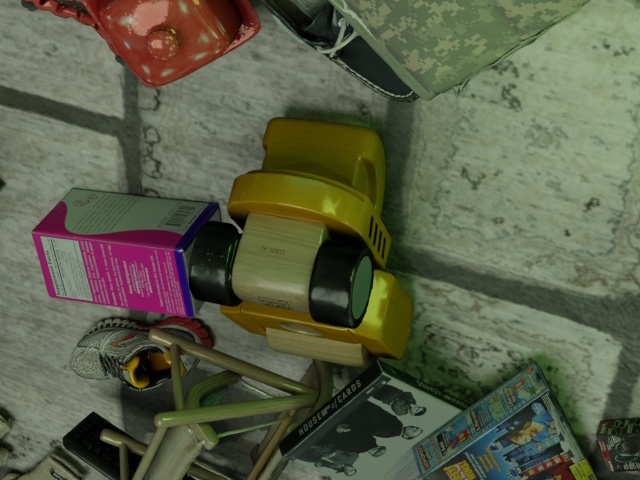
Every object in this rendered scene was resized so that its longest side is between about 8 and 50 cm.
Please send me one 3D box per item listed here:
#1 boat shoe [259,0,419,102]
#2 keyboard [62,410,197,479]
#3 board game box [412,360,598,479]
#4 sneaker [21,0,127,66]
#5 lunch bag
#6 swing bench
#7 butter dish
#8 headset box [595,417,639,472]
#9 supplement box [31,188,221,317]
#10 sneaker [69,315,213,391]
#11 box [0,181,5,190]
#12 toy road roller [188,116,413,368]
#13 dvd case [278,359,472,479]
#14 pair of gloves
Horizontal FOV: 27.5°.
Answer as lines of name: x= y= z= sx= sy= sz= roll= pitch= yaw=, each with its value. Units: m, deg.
boat shoe: x=0.002 y=-0.252 z=1.422 sx=0.302 sy=0.091 sz=0.114 roll=42 pitch=130 yaw=-7
keyboard: x=-0.206 y=0.342 z=1.882 sx=0.317 sy=0.201 sz=0.033 roll=34 pitch=104 yaw=4
board game box: x=0.227 y=0.272 z=1.661 sx=0.194 sy=0.060 sz=0.194 roll=-26 pitch=125 yaw=8
sneaker: x=-0.258 y=-0.303 z=1.500 sx=0.276 sy=0.098 sz=0.135 roll=31 pitch=130 yaw=-1
lunch bag: x=0.122 y=-0.303 z=1.285 sx=0.235 sy=0.169 sz=0.287 roll=-30 pitch=102 yaw=36
swing bench: x=-0.137 y=0.265 z=1.742 sx=0.254 sy=0.165 sz=0.253 roll=10 pitch=133 yaw=-21
butter dish: x=-0.165 y=-0.230 z=1.396 sx=0.160 sy=0.118 sz=0.160 roll=-26 pitch=123 yaw=16
headset box: x=0.388 y=0.257 z=1.643 sx=0.083 sy=0.032 sz=0.062 roll=-10 pitch=118 yaw=30
supplement box: x=-0.247 y=0.014 z=1.707 sx=0.220 sy=0.111 sz=0.114 roll=8 pitch=126 yaw=20
sneaker: x=-0.265 y=0.161 z=1.830 sx=0.225 sy=0.093 sz=0.088 roll=-12 pitch=117 yaw=31
box: x=-0.579 y=-0.061 z=1.767 sx=0.203 sy=0.167 sz=0.168 roll=44 pitch=128 yaw=-9
toy road roller: x=0.000 y=0.000 z=1.565 sx=0.202 sy=0.241 sz=0.329 roll=10 pitch=163 yaw=18
dvd case: x=0.090 y=0.249 z=1.666 sx=0.179 sy=0.030 sz=0.238 roll=-42 pitch=134 yaw=20
pair of gloves: x=-0.509 y=0.365 z=2.117 sx=0.240 sy=0.042 sz=0.204 roll=34 pitch=126 yaw=-3
